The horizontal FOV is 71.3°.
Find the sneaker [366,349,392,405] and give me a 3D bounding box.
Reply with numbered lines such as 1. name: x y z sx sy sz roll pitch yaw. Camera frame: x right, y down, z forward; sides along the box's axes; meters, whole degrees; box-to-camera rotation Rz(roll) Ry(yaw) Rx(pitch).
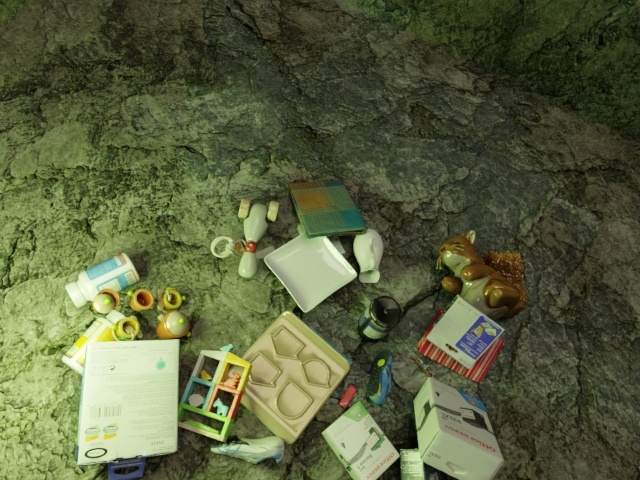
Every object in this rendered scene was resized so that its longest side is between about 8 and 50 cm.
1. sneaker: 0.232 0.508 1.654 0.082 0.069 0.209 47 45 -24

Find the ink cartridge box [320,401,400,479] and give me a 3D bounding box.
1. ink cartridge box: 0.134 0.687 1.501 0.160 0.093 0.219 -32 71 -26

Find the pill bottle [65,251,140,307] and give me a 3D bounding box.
1. pill bottle: -0.772 0.143 1.581 0.221 0.124 0.124 -29 71 -26

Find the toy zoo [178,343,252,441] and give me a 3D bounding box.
1. toy zoo: -0.348 0.487 1.480 0.192 0.030 0.293 11 64 17

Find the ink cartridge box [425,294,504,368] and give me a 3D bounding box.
1. ink cartridge box: 0.540 0.345 1.683 0.206 0.045 0.208 36 104 2

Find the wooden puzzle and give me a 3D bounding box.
1. wooden puzzle: -0.117 0.475 1.578 0.322 0.080 0.348 39 64 11

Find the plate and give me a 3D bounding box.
1. plate: -0.040 0.112 1.780 0.277 0.045 0.278 -33 75 -24

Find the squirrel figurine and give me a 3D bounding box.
1. squirrel figurine: 0.672 0.149 1.878 0.396 0.281 0.371 0 49 -29

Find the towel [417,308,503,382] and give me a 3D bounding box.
1. towel: 0.539 0.408 1.731 0.274 0.031 0.199 27 99 3

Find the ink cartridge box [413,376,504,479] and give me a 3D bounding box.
1. ink cartridge box: 0.447 0.628 1.490 0.223 0.129 0.307 26 16 1

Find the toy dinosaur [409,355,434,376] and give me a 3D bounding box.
1. toy dinosaur: 0.400 0.488 1.723 0.090 0.047 0.082 -14 70 16

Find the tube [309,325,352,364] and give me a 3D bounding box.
1. tube: 0.022 0.410 1.664 0.207 0.052 0.080 34 52 14

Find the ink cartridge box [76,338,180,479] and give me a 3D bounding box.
1. ink cartridge box: -0.577 0.508 1.347 0.269 0.151 0.396 4 69 -26

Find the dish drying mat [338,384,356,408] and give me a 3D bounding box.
1. dish drying mat: 0.099 0.565 1.612 0.032 0.008 0.083 34 59 8

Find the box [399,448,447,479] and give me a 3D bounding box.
1. box: 0.340 0.776 1.457 0.156 0.093 0.158 32 50 -40

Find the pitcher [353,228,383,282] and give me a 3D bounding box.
1. pitcher: 0.203 0.048 1.835 0.125 0.178 0.207 3 61 -3

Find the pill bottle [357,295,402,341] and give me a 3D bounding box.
1. pill bottle: 0.211 0.300 1.667 0.122 0.219 0.123 6 60 -10

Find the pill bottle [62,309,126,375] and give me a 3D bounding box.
1. pill bottle: -0.733 0.340 1.480 0.117 0.117 0.215 31 59 5

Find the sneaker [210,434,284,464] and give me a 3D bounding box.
1. sneaker: -0.235 0.676 1.431 0.237 0.085 0.086 3 86 -4

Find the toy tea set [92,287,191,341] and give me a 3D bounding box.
1. toy tea set: -0.583 0.239 1.496 0.336 0.124 0.200 8 59 -47

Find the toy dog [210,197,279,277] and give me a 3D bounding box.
1. toy dog: -0.275 -0.016 1.802 0.220 0.161 0.334 30 73 1

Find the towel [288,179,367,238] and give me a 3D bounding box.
1. towel: 0.023 -0.142 1.921 0.271 0.040 0.370 -5 42 -16

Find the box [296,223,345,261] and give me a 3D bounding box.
1. box: 0.000 0.000 1.897 0.145 0.038 0.186 -16 67 -20
